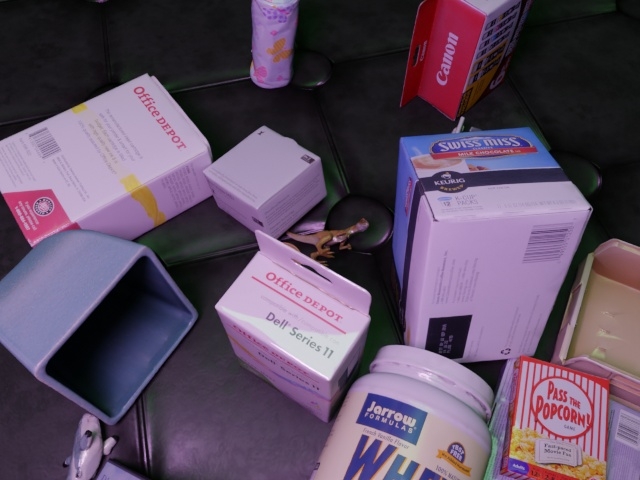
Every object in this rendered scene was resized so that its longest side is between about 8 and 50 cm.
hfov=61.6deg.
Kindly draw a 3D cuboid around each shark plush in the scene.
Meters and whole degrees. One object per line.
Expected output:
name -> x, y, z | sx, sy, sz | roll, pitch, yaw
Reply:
shark plush -> -0.408, 0.382, 0.913 | 0.067, 0.073, 0.161 | 7, 79, 27

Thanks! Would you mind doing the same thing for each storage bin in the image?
storage bin -> 0.594, 0.165, 0.978 | 0.261, 0.123, 0.262 | 23, 63, 13

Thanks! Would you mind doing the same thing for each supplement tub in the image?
supplement tub -> 0.117, 0.348, 0.806 | 0.236, 0.235, 0.324 | 22, 62, 12

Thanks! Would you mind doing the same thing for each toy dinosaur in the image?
toy dinosaur -> 0.000, 0.000, 1.127 | 0.212, 0.064, 0.112 | -4, 46, 12

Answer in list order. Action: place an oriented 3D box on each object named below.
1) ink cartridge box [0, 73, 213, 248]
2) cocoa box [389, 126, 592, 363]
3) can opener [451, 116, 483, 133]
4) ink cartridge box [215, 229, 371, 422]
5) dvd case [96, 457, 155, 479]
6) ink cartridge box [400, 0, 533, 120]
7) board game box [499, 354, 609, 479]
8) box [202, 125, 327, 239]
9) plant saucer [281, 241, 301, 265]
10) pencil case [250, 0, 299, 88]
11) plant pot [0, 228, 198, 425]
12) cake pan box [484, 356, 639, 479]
ink cartridge box -> -0.451, -0.146, 1.143 | 0.385, 0.160, 0.279 | -32, 65, -17
cocoa box -> 0.254, 0.016, 0.915 | 0.232, 0.347, 0.227 | -5, 42, -2
can opener -> 0.300, -0.157, 1.197 | 0.095, 0.076, 0.283 | 18, 62, 11
ink cartridge box -> -0.041, 0.152, 0.854 | 0.207, 0.353, 0.119 | 29, 64, 16
dvd case -> -0.340, 0.469, 0.800 | 0.181, 0.022, 0.253 | -5, 49, 44
ink cartridge box -> 0.333, -0.444, 1.231 | 0.272, 0.309, 0.130 | -40, 67, -20
board game box -> 0.380, 0.300, 0.868 | 0.147, 0.045, 0.193 | 14, 60, 9
box -> -0.113, -0.121, 1.134 | 0.181, 0.119, 0.182 | 34, 65, 31
plant saucer -> -0.080, 0.039, 1.118 | 0.084, 0.013, 0.083 | 0, 60, -1
pencil case -> -0.113, -0.496, 1.289 | 0.114, 0.273, 0.124 | -12, 65, -14
plant pot -> -0.422, 0.124, 0.946 | 0.252, 0.247, 0.247 | 22, 61, 25
cake pan box -> 0.394, 0.355, 0.900 | 0.246, 0.070, 0.266 | 23, 62, 11
